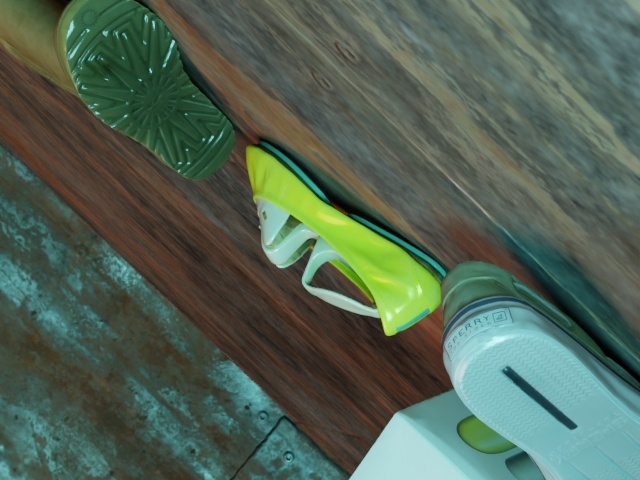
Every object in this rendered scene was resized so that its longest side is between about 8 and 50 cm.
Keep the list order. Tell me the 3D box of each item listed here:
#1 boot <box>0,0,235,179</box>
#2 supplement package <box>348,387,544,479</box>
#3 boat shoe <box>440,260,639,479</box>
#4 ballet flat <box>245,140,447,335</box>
[{"bbox_3d":[-0.217,-0.170,1.426,0.269,0.089,0.236,36,167,39],"label":"boot"},{"bbox_3d":[0.136,0.224,1.260,0.194,0.149,0.203,42,-154,20],"label":"supplement package"},{"bbox_3d":[0.185,0.118,1.117,0.302,0.109,0.094,46,-158,-34],"label":"boat shoe"},{"bbox_3d":[0.000,0.000,1.326,0.231,0.077,0.077,37,169,32],"label":"ballet flat"}]
